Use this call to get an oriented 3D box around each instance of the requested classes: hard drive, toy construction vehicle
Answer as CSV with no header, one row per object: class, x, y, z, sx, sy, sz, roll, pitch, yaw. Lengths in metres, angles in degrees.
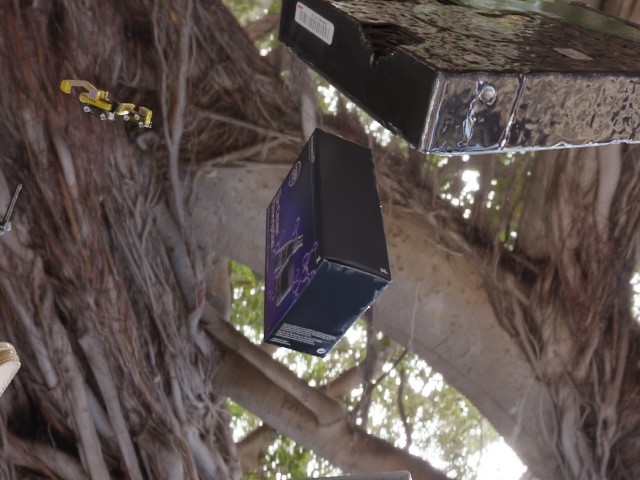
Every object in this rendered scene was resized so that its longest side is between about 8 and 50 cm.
hard drive,0.163,-0.151,0.555,0.338,0.064,0.237,-8,-144,-27
toy construction vehicle,-0.278,-0.182,0.873,0.098,0.035,0.086,26,-166,10

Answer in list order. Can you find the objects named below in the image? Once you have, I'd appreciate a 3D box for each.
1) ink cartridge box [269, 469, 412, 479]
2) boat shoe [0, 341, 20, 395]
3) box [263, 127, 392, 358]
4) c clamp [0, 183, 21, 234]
ink cartridge box,0.009,0.454,0.882,0.303,0.307,0.072,-12,-164,19
boat shoe,-0.303,0.162,0.544,0.059,0.063,0.170,36,-100,18
box,0.000,0.000,0.931,0.103,0.184,0.261,20,-139,-22
c clamp,-0.445,-0.003,0.797,0.160,0.022,0.137,-2,-120,11
